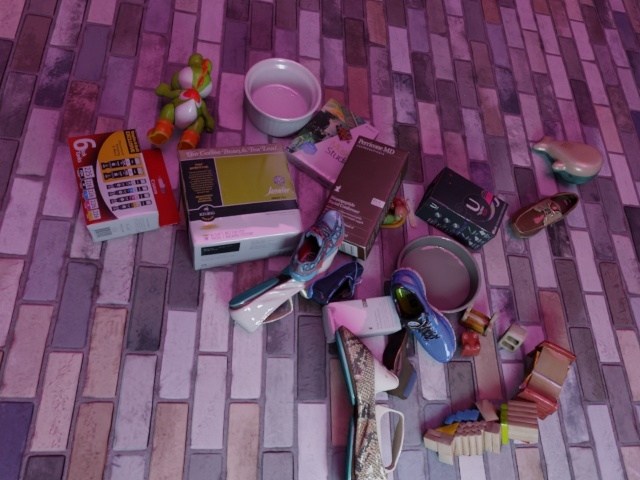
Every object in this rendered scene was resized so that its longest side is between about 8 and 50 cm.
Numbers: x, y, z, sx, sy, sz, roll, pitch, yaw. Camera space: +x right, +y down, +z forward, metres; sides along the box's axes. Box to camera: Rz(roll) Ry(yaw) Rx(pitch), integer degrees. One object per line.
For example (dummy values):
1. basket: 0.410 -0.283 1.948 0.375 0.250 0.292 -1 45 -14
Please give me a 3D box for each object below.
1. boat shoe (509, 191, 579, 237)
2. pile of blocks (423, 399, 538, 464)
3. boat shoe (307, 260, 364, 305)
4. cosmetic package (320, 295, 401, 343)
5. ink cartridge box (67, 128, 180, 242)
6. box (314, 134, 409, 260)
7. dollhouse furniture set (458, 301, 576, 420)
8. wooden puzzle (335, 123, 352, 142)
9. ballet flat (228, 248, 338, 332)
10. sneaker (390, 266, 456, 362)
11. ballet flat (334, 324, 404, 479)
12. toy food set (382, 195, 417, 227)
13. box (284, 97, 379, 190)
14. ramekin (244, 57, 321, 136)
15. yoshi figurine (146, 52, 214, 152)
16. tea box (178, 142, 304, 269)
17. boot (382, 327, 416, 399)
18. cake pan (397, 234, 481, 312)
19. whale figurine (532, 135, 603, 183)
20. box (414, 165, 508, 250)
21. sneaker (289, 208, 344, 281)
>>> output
1. boat shoe: 0.865 -0.112 1.874 0.324 0.116 0.123 -27 76 -23
2. pile of blocks: 0.494 0.591 1.490 0.363 0.112 0.149 -11 25 1
3. boat shoe: 0.065 0.149 1.540 0.089 0.109 0.258 32 40 27
4. cosmetic package: 0.128 0.251 1.550 0.231 0.085 0.117 -5 68 -18
5. ink cartridge box: -0.608 -0.182 1.522 0.272 0.130 0.309 -15 71 -21
6. box: 0.142 -0.145 1.638 0.191 0.143 0.381 21 71 13
7. dollhouse furniture set: 0.613 0.390 1.602 0.374 0.152 0.201 28 63 18
8. wooden puzzle: 0.089 -0.395 1.796 0.049 0.006 0.083 -10 70 -19
9. ballet flat: -0.098 0.151 1.525 0.400 0.139 0.139 -32 78 -20
10. sneaker: 0.308 0.252 1.522 0.330 0.130 0.147 57 29 -4
11. ballet flat: 0.145 0.484 1.390 0.182 0.164 0.482 -3 77 -2
12. toy food set: 0.253 -0.115 1.744 0.218 0.071 0.128 2 67 -14
13. box: 0.045 -0.360 1.804 0.232 0.058 0.322 35 62 2
14. ramekin: -0.146 -0.516 1.778 0.277 0.135 0.277 5 66 -12
15. yoshi figurine: -0.467 -0.467 1.673 0.203 0.203 0.362 5 68 15
16. tea box: -0.259 -0.110 1.529 0.329 0.220 0.323 -7 70 -17
17. boot: 0.255 0.392 1.540 0.106 0.082 0.219 38 60 -19
18. cake pan: 0.403 0.119 1.671 0.293 0.054 0.293 3 61 -5
19. whale figurine: 1.019 -0.334 2.020 0.272 0.141 0.216 35 60 30
20. box: 0.512 -0.114 1.770 0.270 0.143 0.165 30 62 0
21. sneaker: 0.000 0.000 1.448 0.104 0.125 0.261 25 64 11
